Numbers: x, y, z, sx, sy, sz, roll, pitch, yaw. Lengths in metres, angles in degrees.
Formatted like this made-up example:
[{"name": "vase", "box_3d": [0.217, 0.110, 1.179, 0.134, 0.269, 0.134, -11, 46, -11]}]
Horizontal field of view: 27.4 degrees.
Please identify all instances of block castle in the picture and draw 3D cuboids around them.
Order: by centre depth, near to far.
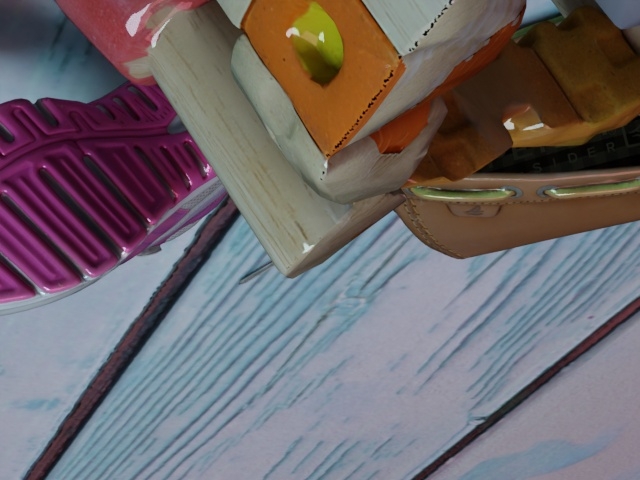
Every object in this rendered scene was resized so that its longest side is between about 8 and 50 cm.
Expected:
[{"name": "block castle", "box_3d": [0.096, -0.205, 0.407, 0.303, 0.213, 0.453, -24, 164, -34]}]

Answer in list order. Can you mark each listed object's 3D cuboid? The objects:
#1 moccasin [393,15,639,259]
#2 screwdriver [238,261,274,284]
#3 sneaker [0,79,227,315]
[{"name": "moccasin", "box_3d": [0.205, -0.097, 0.736, 0.380, 0.139, 0.147, -11, 158, 21]}, {"name": "screwdriver", "box_3d": [0.000, 0.000, 0.929, 0.025, 0.024, 0.170, 40, 131, -16]}, {"name": "sneaker", "box_3d": [-0.116, -0.027, 0.706, 0.252, 0.103, 0.111, -30, 171, -32]}]
